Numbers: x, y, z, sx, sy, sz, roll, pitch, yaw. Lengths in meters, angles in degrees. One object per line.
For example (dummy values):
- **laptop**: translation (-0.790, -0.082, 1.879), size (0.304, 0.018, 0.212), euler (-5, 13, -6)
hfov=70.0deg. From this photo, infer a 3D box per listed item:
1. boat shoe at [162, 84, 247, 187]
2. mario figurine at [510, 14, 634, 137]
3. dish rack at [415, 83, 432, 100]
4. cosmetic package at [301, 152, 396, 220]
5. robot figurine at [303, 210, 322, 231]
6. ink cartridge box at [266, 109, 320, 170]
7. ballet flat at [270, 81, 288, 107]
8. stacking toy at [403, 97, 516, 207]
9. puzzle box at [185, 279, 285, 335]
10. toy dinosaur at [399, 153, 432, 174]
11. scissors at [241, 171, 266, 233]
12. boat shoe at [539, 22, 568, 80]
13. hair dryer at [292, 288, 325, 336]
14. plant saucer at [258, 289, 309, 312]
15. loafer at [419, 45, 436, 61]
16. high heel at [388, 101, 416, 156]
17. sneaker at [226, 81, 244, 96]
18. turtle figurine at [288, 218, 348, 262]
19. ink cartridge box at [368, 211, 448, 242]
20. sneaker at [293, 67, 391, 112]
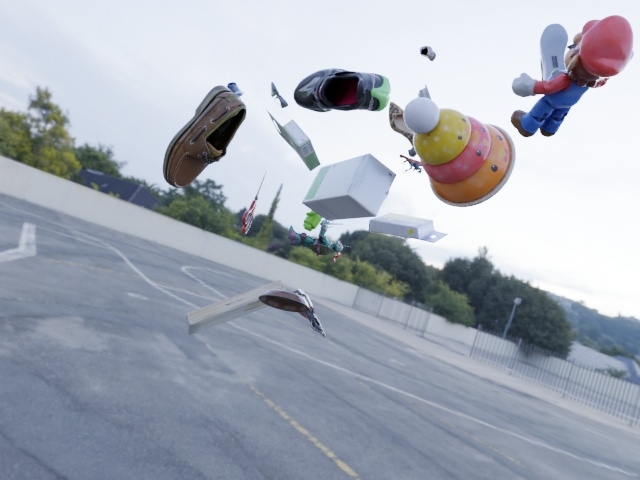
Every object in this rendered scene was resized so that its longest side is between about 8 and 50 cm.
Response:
- **boat shoe**: translation (-0.305, -0.250, 1.192), size (0.104, 0.307, 0.111), euler (44, 20, 24)
- **mario figurine**: translation (0.592, -0.398, 1.089), size (0.170, 0.198, 0.320), euler (45, -27, 12)
- **dish rack**: translation (0.557, -0.610, 2.319), size (0.073, 0.285, 0.333), euler (-19, -8, 17)
- **cosmetic package**: translation (0.104, -0.200, 1.807), size (0.155, 0.196, 0.366), euler (34, -17, -24)
- **robot figurine**: translation (-0.033, -0.098, 2.118), size (0.067, 0.115, 0.101), euler (26, -19, 25)
- **ink cartridge box**: translation (-0.099, -0.384, 1.690), size (0.235, 0.056, 0.171), euler (54, -2, 26)
- **ballet flat**: translation (-0.171, -0.568, 1.795), size (0.114, 0.041, 0.041), euler (56, -6, 0)
- **stacking toy**: translation (0.449, -0.349, 1.640), size (0.351, 0.350, 0.480), euler (14, -7, 46)
- **puzzle box**: translation (-0.366, 0.288, 1.946), size (0.410, 0.052, 0.272), euler (-18, -15, -23)
- **toy dinosaur**: translation (0.258, -0.223, 1.286), size (0.082, 0.090, 0.047), euler (49, 10, -48)
- **scissors**: translation (-0.281, -0.162, 1.960), size (0.021, 0.296, 0.109), euler (13, -33, 7)
- **boat shoe**: translation (0.703, -0.539, 1.382), size (0.080, 0.228, 0.076), euler (-3, -14, 11)
- **hair dryer**: translation (-0.060, 0.313, 1.933), size (0.223, 0.080, 0.293), euler (63, -1, 7)
- **plant saucer**: translation (-0.115, 0.193, 1.474), size (0.169, 0.029, 0.168), euler (10, -24, 5)
- **loafer**: translation (0.409, -0.733, 1.775), size (0.039, 0.045, 0.125), euler (16, 31, -25)
- **high heel**: translation (0.363, -0.484, 1.886), size (0.093, 0.261, 0.186), euler (-24, -3, -7)
- **sneaker**: translation (-0.312, -0.549, 1.661), size (0.058, 0.052, 0.135), euler (63, -4, -22)
- **turtle figurine**: translation (0.000, 0.000, 1.716), size (0.235, 0.118, 0.175), euler (8, -37, 3)
- **ink cartridge box**: translation (0.422, -0.066, 2.147), size (0.308, 0.072, 0.304), euler (10, 12, 25)
- **sneaker**: translation (0.048, -0.598, 1.795), size (0.202, 0.185, 0.483), euler (-7, 14, -43)
